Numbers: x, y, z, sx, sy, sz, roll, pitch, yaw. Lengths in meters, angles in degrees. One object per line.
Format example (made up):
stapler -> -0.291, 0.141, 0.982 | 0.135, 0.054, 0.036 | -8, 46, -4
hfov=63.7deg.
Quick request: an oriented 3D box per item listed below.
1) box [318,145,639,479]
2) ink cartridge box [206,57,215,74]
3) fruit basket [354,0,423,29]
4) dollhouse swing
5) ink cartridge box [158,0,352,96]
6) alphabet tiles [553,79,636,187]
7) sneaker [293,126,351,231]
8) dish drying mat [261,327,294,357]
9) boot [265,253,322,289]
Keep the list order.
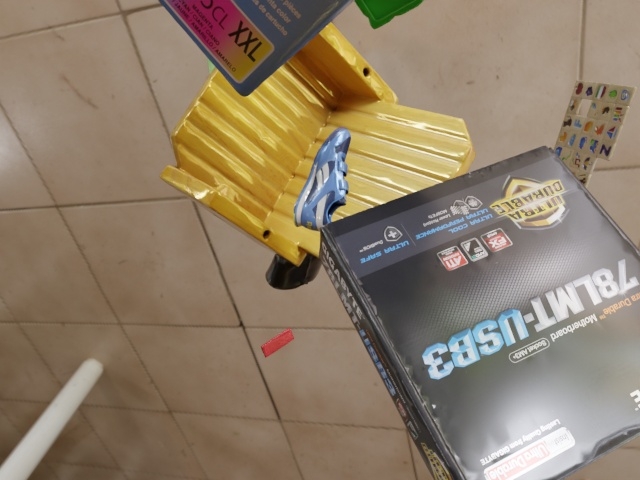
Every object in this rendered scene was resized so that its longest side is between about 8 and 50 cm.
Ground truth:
box -> 0.188, 0.067, 0.511 | 0.295, 0.293, 0.073 | -19, 150, -15
ink cartridge box -> -0.208, -0.376, 1.302 | 0.062, 0.108, 0.209 | 38, 144, 45
fruit basket -> 0.209, -0.763, 1.261 | 0.391, 0.392, 0.283 | -22, 137, 29
dollhouse swing -> 0.000, -0.146, 0.796 | 0.315, 0.347, 0.305 | 36, 173, -36
ink cartridge box -> 0.059, -0.321, 0.391 | 0.151, 0.270, 0.395 | 44, 137, -17
alphabet tiles -> 0.624, -0.247, 1.208 | 0.009, 0.198, 0.238 | 6, 110, -13
sneaker -> 0.016, -0.077, 0.676 | 0.059, 0.053, 0.144 | 21, 91, 18
dish drying mat -> -0.099, 0.235, 1.190 | 0.008, 0.083, 0.032 | 10, 124, 54
boot -> 0.000, 0.000, 1.082 | 0.094, 0.246, 0.207 | 57, 158, 19
